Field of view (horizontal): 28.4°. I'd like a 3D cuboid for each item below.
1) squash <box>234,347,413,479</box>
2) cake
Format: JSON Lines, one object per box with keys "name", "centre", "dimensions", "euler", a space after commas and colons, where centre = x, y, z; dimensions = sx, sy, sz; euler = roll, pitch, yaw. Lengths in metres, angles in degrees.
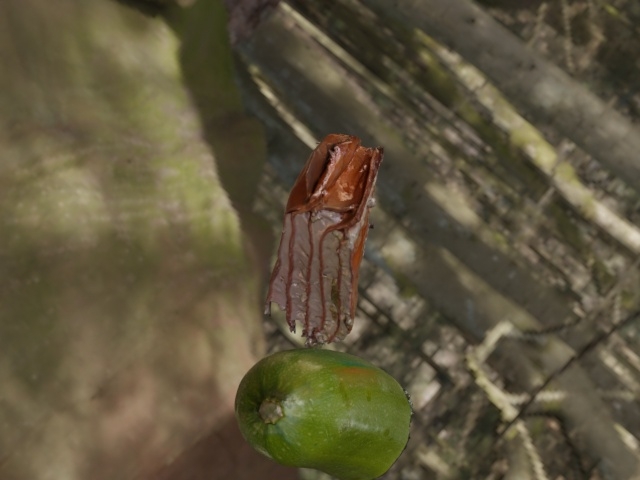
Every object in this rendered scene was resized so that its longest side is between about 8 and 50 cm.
{"name": "squash", "centre": [-0.002, 0.116, 0.889], "dimensions": [0.095, 0.095, 0.188], "euler": [-50, 157, 2]}
{"name": "cake", "centre": [0.007, 0.002, 1.308], "dimensions": [0.287, 0.098, 0.135], "euler": [104, 0, -45]}
